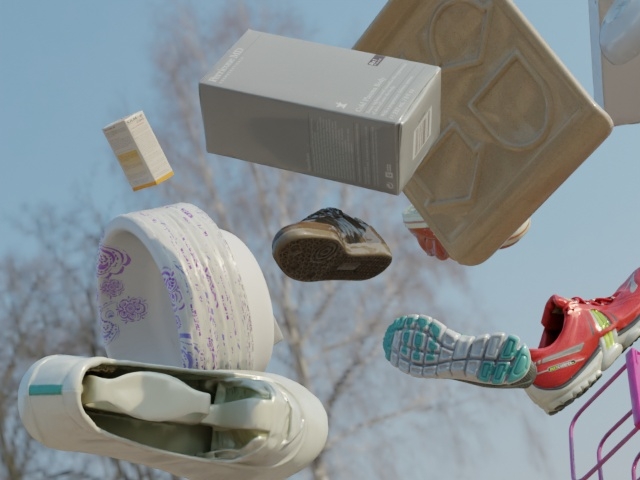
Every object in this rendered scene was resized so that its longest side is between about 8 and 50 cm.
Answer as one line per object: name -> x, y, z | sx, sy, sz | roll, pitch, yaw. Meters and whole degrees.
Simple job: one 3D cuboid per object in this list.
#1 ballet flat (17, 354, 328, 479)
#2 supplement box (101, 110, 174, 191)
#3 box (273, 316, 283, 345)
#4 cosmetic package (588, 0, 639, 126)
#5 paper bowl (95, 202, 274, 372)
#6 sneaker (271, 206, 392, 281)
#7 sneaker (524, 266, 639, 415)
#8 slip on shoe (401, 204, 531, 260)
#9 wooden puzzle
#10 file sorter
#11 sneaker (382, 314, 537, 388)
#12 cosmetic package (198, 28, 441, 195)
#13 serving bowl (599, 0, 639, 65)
ballet flat -> -0.130, 0.194, 1.621 | 0.400, 0.139, 0.139 | 13, -33, -34
supplement box -> -0.248, -0.121, 2.012 | 0.036, 0.098, 0.062 | -35, 15, -36
box -> -0.185, 0.121, 2.202 | 0.181, 0.119, 0.182 | -32, 30, -17
cosmetic package -> 0.486, -0.302, 2.319 | 0.117, 0.085, 0.231 | -8, -58, 1
paper bowl -> -0.162, 0.095, 1.838 | 0.148, 0.284, 0.284 | -13, -19, -29
sneaker -> 0.000, 0.000, 1.554 | 0.066, 0.071, 0.188 | -44, -29, 20
sneaker -> 0.357, 0.107, 1.964 | 0.279, 0.118, 0.107 | -41, -4, -31
slip on shoe -> 0.232, -0.016, 2.274 | 0.123, 0.101, 0.331 | -32, 13, -17
wooden puzzle -> 0.203, -0.188, 2.033 | 0.080, 0.348, 0.322 | -22, -22, -49
file sorter -> 0.557, 0.357, 2.353 | 0.290, 0.202, 0.182 | 34, -63, -11
sneaker -> 0.140, 0.119, 1.467 | 0.166, 0.065, 0.076 | 13, -12, 33
cosmetic package -> 0.000, -0.141, 1.603 | 0.238, 0.127, 0.107 | 15, -48, 18
serving bowl -> 0.258, -0.187, 1.226 | 0.027, 0.083, 0.083 | 32, -39, -15
